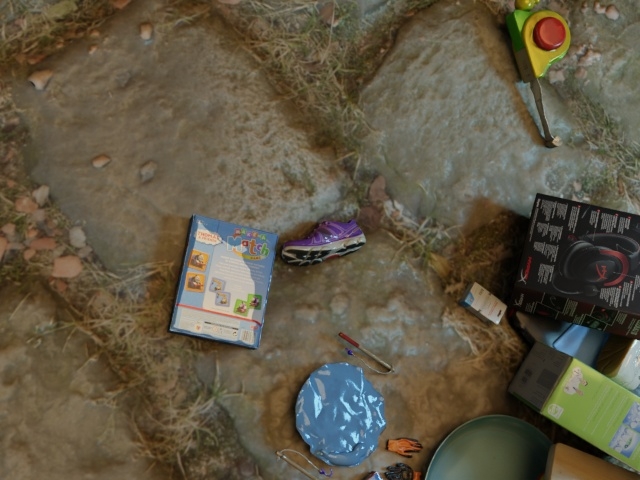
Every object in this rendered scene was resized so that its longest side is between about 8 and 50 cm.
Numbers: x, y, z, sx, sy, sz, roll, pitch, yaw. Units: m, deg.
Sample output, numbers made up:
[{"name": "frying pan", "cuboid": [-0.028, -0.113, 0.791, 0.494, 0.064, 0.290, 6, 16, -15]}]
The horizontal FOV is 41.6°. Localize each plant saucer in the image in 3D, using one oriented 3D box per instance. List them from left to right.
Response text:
[{"name": "plant saucer", "cuboid": [0.326, 0.486, 1.570, 0.318, 0.044, 0.317, 5, 76, -19]}]

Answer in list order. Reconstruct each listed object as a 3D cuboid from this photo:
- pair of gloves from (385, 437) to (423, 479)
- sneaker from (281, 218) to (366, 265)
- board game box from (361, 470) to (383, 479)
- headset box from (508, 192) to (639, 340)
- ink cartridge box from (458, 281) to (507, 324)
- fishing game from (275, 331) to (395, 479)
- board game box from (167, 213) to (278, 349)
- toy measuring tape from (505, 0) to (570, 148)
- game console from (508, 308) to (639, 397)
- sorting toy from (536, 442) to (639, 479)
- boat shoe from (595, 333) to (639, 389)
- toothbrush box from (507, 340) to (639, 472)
[{"name": "pair of gloves", "cuboid": [0.153, 0.404, 1.546, 0.074, 0.010, 0.083, 10, 78, -18]}, {"name": "sneaker", "cuboid": [0.000, 0.000, 1.564, 0.170, 0.068, 0.071, -12, 67, -30]}, {"name": "board game box", "cuboid": [0.124, 0.566, 1.490, 0.145, 0.027, 0.281, -35, 91, -21]}, {"name": "headset box", "cuboid": [0.534, 0.053, 1.625, 0.293, 0.110, 0.218, 13, 63, 13]}, {"name": "ink cartridge box", "cuboid": [0.319, 0.125, 1.655, 0.083, 0.028, 0.048, 36, 69, -8]}, {"name": "fishing game", "cuboid": [0.036, 0.311, 1.512, 0.189, 0.041, 0.264, 34, 64, -17]}, {"name": "board game box", "cuboid": [-0.170, 0.074, 1.491, 0.160, 0.039, 0.211, 14, 74, -16]}, {"name": "toy measuring tape", "cuboid": [0.486, -0.366, 1.784, 0.121, 0.121, 0.330, -19, 93, -22]}, {"name": "game console", "cuboid": [0.609, 0.190, 1.727, 0.342, 0.060, 0.386, -40, 92, -23]}, {"name": "sorting toy", "cuboid": [0.494, 0.537, 1.537, 0.257, 0.089, 0.255, 23, 65, -11]}, {"name": "boat shoe", "cuboid": [0.655, 0.170, 1.674, 0.096, 0.098, 0.277, 36, 85, -17]}, {"name": "toothbrush box", "cuboid": [0.518, 0.317, 1.559, 0.283, 0.206, 0.122, 30, 90, -5]}]
